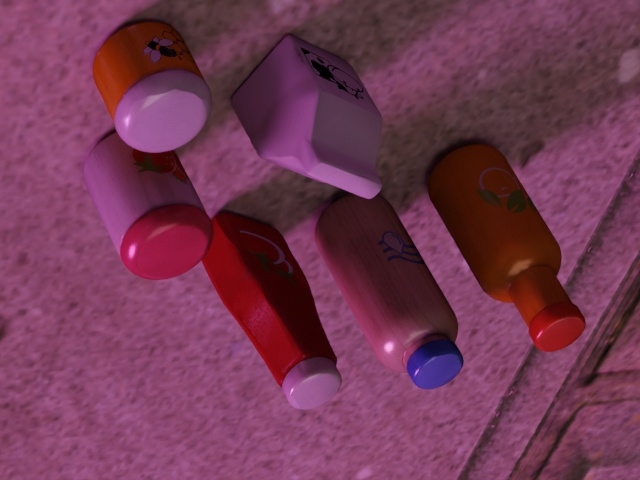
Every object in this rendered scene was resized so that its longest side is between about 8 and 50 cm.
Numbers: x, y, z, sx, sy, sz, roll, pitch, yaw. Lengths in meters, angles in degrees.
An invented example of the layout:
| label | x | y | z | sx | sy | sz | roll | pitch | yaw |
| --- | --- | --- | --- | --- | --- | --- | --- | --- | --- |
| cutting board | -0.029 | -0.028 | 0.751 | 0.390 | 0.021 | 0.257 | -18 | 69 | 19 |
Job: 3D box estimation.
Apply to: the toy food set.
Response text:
| label | x | y | z | sx | sy | sz | roll | pitch | yaw |
| --- | --- | --- | --- | --- | --- | --- | --- | --- | --- |
| toy food set | 0.000 | 0.000 | 0.814 | 0.232 | 0.104 | 0.111 | 21 | 121 | -45 |
